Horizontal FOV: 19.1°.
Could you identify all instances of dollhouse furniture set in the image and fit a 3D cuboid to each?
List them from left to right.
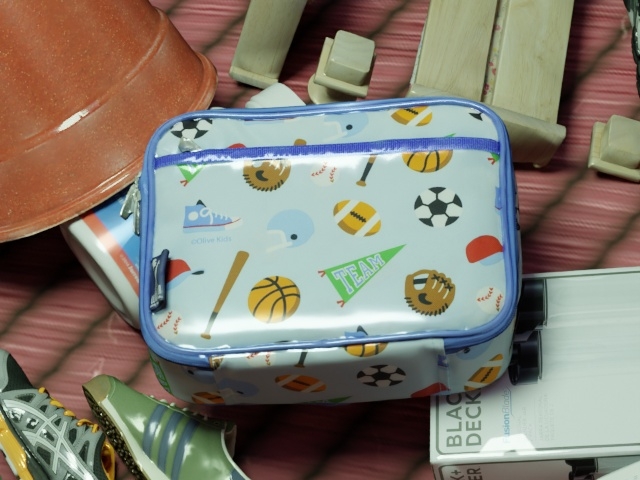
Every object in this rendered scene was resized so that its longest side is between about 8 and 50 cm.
[{"bbox_3d":[0.117,-0.198,1.713,0.355,0.174,0.303,17,59,-6],"label":"dollhouse furniture set"}]

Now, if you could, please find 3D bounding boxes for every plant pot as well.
[{"bbox_3d":[-0.268,-0.183,1.597,0.272,0.265,0.272,-24,28,13],"label":"plant pot"}]

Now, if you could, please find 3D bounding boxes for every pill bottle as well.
[{"bbox_3d":[-0.100,-0.035,1.608,0.221,0.124,0.124,-37,57,-13],"label":"pill bottle"}]

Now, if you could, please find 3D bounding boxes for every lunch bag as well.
[{"bbox_3d":[0.000,0.000,1.452,0.303,0.115,0.243,-2,61,4],"label":"lunch bag"}]

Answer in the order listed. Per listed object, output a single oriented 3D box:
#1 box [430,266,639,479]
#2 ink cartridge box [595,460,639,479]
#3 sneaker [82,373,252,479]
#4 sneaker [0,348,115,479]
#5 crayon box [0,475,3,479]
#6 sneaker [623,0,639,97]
[{"bbox_3d":[0.230,0.112,1.460,0.290,0.087,0.169,-3,56,11],"label":"box"},{"bbox_3d":[0.301,0.211,1.311,0.218,0.092,0.159,-33,44,41],"label":"ink cartridge box"},{"bbox_3d":[-0.107,0.166,1.518,0.086,0.064,0.192,-30,56,-17],"label":"sneaker"},{"bbox_3d":[-0.210,0.169,1.528,0.083,0.084,0.215,-30,66,-9],"label":"sneaker"},{"bbox_3d":[-0.297,0.313,1.447,0.202,0.081,0.318,-28,55,-6],"label":"crayon box"},{"bbox_3d":[0.330,-0.227,1.666,0.121,0.111,0.300,-2,62,-1],"label":"sneaker"}]
